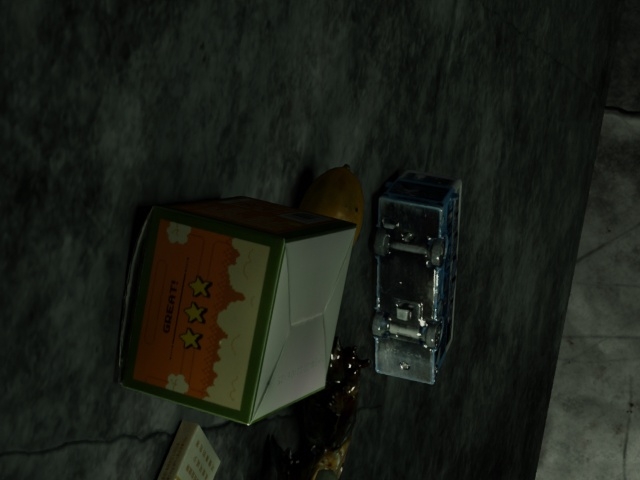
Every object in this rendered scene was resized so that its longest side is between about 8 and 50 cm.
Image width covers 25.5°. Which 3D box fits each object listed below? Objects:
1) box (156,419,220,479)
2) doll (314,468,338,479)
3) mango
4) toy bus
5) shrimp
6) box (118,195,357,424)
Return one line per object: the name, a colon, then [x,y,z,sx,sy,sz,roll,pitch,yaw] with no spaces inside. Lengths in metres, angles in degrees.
box: [-0.151,0.277,1.446,0.090,0.024,0.166,71,35,-54]
doll: [-0.038,0.354,1.645,0.275,0.113,0.154,-16,126,-41]
mango: [0.000,0.000,1.648,0.098,0.075,0.190,35,74,-62]
toy bus: [0.138,0.051,2.005,0.131,0.106,0.297,-54,150,-54]
shrimp: [-0.013,0.249,1.762,0.178,0.075,0.289,-54,161,-45]
box: [-0.078,0.058,1.353,0.195,0.148,0.177,-14,118,-69]
